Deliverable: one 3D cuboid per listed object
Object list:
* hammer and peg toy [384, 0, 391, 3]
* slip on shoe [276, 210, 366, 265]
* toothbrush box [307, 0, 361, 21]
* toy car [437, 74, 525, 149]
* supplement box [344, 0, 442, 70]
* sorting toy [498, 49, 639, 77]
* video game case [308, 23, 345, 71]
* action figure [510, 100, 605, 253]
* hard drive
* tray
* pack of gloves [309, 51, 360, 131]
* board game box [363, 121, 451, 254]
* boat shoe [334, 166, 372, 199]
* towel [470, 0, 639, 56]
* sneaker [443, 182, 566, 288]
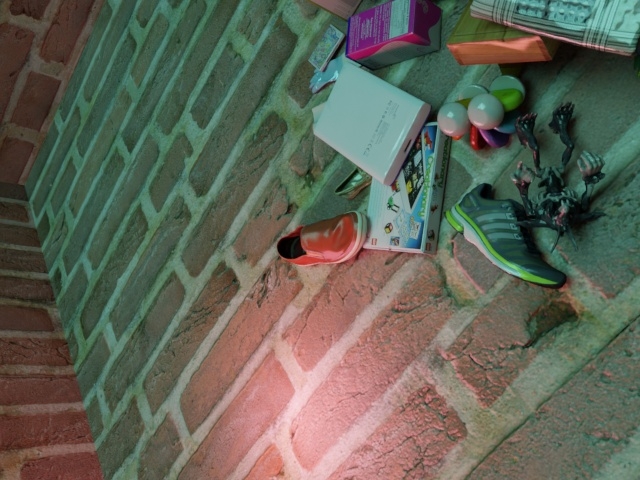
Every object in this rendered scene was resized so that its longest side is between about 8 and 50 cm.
[{"bbox_3d":[0.191,-0.717,1.495,0.361,0.127,0.265,7,117,46],"label":"hammer and peg toy"},{"bbox_3d":[0.000,0.000,1.614,0.331,0.101,0.122,-17,68,50],"label":"slip on shoe"},{"bbox_3d":[-0.024,-0.765,1.742,0.122,0.206,0.283,-52,50,27],"label":"toothbrush box"},{"bbox_3d":[0.350,-0.257,1.311,0.182,0.159,0.136,-6,117,47],"label":"toy car"},{"bbox_3d":[0.180,-0.517,1.547,0.220,0.111,0.113,-1,81,46],"label":"supplement box"},{"bbox_3d":[0.485,-0.369,1.225,0.366,0.127,0.126,19,121,47],"label":"sorting toy"},{"bbox_3d":[0.016,-0.555,1.785,0.122,0.011,0.087,-55,40,18],"label":"video game case"},{"bbox_3d":[0.439,-0.121,1.168,0.164,0.141,0.275,-9,68,14],"label":"action figure"},{"bbox_3d":[0.119,-0.298,1.544,0.319,0.040,0.210,43,114,44],"label":"hard drive"},{"bbox_3d":[0.426,-0.533,1.215,0.203,0.076,0.410,13,69,47],"label":"tray"},{"bbox_3d":[0.041,-0.436,1.725,0.232,0.046,0.194,-23,67,41],"label":"pack of gloves"},{"bbox_3d":[0.204,-0.123,1.483,0.193,0.053,0.305,6,86,48],"label":"board game box"},{"bbox_3d":[0.098,-0.165,1.606,0.153,0.048,0.056,-41,55,33],"label":"boat shoe"},{"bbox_3d":[0.416,-0.489,0.987,0.312,0.056,0.324,31,119,34],"label":"towel"},{"bbox_3d":[0.378,-0.014,1.244,0.300,0.111,0.121,47,111,39],"label":"sneaker"}]
